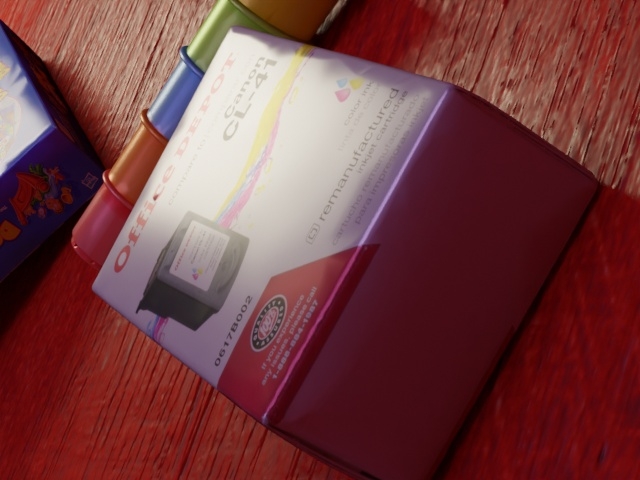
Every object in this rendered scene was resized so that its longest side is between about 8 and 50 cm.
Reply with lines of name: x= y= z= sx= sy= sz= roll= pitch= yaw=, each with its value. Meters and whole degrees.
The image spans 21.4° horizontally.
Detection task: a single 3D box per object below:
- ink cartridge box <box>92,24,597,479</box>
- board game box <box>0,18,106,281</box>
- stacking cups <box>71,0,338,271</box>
ink cartridge box: x=0.000 y=0.000 z=1.081 sx=0.226 sy=0.131 sz=0.306 roll=-62 pitch=31 yaw=-1
board game box: x=-0.355 y=-0.072 z=1.683 sx=0.233 sy=0.078 sz=0.347 roll=-42 pitch=32 yaw=3
stacking cups: x=-0.094 y=-0.105 z=1.355 sx=0.316 sy=0.096 sz=0.096 roll=-55 pitch=30 yaw=14
